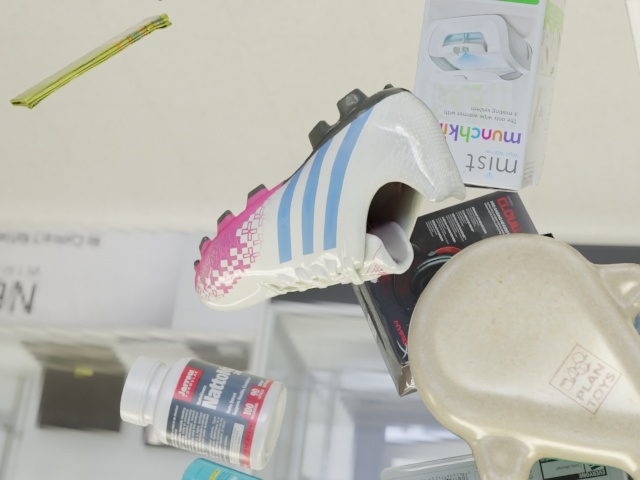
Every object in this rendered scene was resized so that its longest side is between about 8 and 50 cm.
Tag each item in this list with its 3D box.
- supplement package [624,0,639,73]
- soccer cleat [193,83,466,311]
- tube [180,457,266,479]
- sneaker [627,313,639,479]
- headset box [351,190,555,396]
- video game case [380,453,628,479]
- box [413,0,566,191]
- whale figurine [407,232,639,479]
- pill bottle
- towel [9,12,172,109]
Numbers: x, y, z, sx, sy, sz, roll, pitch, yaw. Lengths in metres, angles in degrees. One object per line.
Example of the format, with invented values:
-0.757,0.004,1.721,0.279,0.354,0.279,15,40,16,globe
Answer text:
0.431,-0.247,1.606,0.139,0.134,0.244,-5,142,18,supplement package
0.000,0.000,1.279,0.116,0.143,0.331,-16,158,-47,soccer cleat
-0.054,0.290,1.498,0.207,0.080,0.052,16,160,29,tube
0.311,0.185,1.399,0.104,0.262,0.125,4,-163,-27,sneaker
0.209,0.065,1.999,0.293,0.218,0.110,-17,151,-9,headset box
0.170,0.275,1.204,0.212,0.193,0.023,-13,175,18,video game case
0.182,-0.176,1.478,0.126,0.231,0.262,9,-172,12,box
0.201,0.116,1.127,0.272,0.216,0.141,32,171,17,whale figurine
-0.139,0.198,1.666,0.180,0.108,0.108,14,157,9,pill bottle
-0.320,-0.249,1.960,0.021,0.237,0.102,60,162,-15,towel
